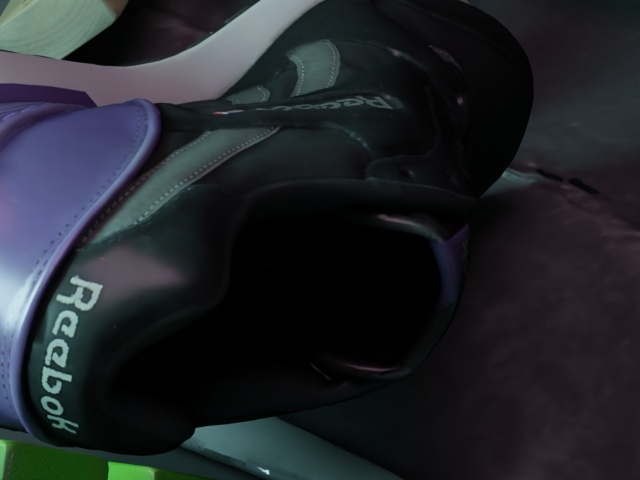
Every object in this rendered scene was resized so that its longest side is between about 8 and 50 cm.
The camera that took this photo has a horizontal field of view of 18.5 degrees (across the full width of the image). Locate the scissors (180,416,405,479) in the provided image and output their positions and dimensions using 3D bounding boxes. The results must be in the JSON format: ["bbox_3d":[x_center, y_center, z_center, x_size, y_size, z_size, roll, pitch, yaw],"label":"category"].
[{"bbox_3d":[-0.071,0.031,0.598,0.297,0.021,0.109,7,34,21],"label":"scissors"}]

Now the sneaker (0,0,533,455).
[{"bbox_3d":[0.000,0.000,0.532,0.124,0.107,0.283,22,26,31],"label":"sneaker"}]

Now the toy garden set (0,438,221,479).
[{"bbox_3d":[-0.136,0.061,0.430,0.203,0.049,0.244,5,-9,19],"label":"toy garden set"}]

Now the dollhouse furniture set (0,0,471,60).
[{"bbox_3d":[-0.025,-0.094,0.774,0.151,0.123,0.144,-31,23,28],"label":"dollhouse furniture set"}]
